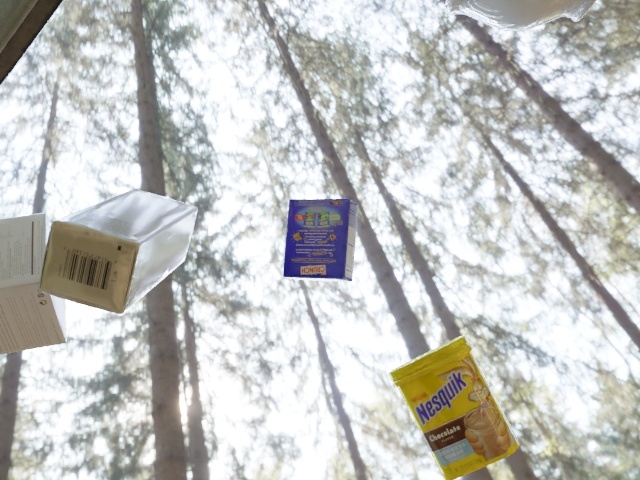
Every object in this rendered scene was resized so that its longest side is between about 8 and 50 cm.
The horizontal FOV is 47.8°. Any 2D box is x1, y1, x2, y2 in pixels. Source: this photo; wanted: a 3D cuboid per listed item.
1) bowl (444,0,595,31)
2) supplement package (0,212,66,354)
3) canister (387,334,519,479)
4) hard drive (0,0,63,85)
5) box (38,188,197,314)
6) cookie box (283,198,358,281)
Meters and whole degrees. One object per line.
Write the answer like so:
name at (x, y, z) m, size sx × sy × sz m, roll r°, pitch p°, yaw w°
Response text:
bowl at (0.280, -0.343, 0.803) m, size 0.134 × 0.298 × 0.298 m, roll 37°, pitch -66°, yaw 4°
supplement package at (-0.481, 0.070, 0.971) m, size 0.244 × 0.139 × 0.134 m, roll -9°, pitch -44°, yaw -12°
canister at (0.190, 0.237, 1.024) m, size 0.126 × 0.170 × 0.073 m, roll -29°, pitch -9°, yaw 14°
hard drive at (-0.179, -0.172, 0.430) m, size 0.135 × 0.094 × 0.022 m, roll -45°, pitch -25°, yaw 18°
box at (-0.258, 0.004, 0.965) m, size 0.113 × 0.275 × 0.094 m, roll 16°, pitch -78°, yaw 3°
cookie box at (0.000, 0.000, 0.970) m, size 0.091 × 0.107 × 0.040 m, roll 1°, pitch -10°, yaw 24°
